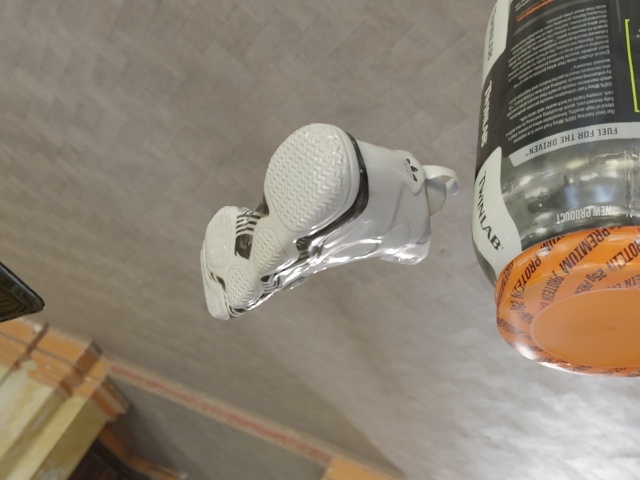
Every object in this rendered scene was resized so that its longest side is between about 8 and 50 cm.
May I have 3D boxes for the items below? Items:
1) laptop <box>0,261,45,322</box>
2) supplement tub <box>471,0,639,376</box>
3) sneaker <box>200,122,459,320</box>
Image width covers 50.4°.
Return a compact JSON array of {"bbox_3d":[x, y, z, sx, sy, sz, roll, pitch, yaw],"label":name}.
[{"bbox_3d":[-0.415,-0.108,0.434,0.382,0.236,0.408,57,175,-37],"label":"laptop"},{"bbox_3d":[0.235,-0.074,0.566,0.207,0.338,0.207,9,146,6],"label":"supplement tub"},{"bbox_3d":[0.000,0.000,0.829,0.210,0.137,0.366,4,151,-32],"label":"sneaker"}]
